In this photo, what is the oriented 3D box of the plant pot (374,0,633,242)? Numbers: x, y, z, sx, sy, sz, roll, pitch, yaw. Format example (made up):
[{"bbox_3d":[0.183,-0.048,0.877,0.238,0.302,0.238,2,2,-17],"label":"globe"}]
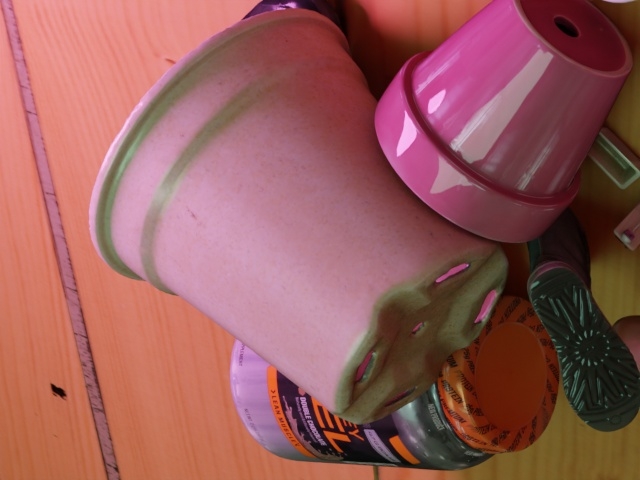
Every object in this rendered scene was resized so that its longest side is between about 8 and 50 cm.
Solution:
[{"bbox_3d":[0.177,-0.129,1.424,0.201,0.201,0.180,42,127,7],"label":"plant pot"}]

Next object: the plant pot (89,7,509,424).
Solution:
[{"bbox_3d":[0.000,0.000,1.523,0.305,0.333,0.334,44,144,26],"label":"plant pot"}]

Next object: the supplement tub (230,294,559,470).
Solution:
[{"bbox_3d":[0.079,0.145,1.731,0.338,0.207,0.207,-6,119,45],"label":"supplement tub"}]

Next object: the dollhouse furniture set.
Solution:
[{"bbox_3d":[0.267,-0.039,1.491,0.114,0.081,0.091,46,142,2],"label":"dollhouse furniture set"}]

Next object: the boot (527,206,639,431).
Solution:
[{"bbox_3d":[0.243,0.062,1.508,0.076,0.208,0.190,-20,104,6],"label":"boot"}]

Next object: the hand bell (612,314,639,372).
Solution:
[{"bbox_3d":[0.394,0.066,1.467,0.126,0.126,0.242,47,131,1],"label":"hand bell"}]

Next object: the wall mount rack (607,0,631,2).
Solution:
[{"bbox_3d":[0.314,-0.319,1.174,0.304,0.130,0.350,35,142,19],"label":"wall mount rack"}]

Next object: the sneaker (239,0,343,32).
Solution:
[{"bbox_3d":[-0.086,-0.168,1.676,0.107,0.124,0.283,51,142,-6],"label":"sneaker"}]
